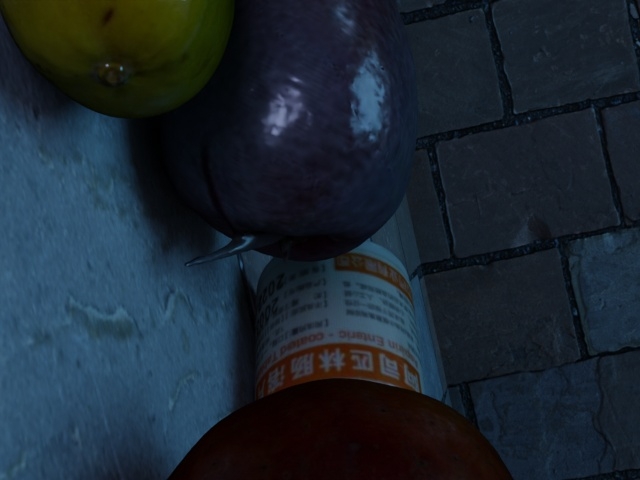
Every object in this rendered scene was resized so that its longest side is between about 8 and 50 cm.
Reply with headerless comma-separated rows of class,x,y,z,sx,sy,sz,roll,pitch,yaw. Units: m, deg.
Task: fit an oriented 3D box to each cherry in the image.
cherry,-0.018,-0.084,0.736,0.213,0.184,0.266,96,14,-80

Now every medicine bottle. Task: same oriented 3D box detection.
medicine bottle,0.016,0.129,0.822,0.144,0.145,0.252,67,16,-48

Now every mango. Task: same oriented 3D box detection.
mango,-0.108,-0.153,0.571,0.251,0.114,0.156,-99,167,-74

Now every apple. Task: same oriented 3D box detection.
apple,0.008,0.176,0.512,0.234,0.234,0.234,-12,90,-80
